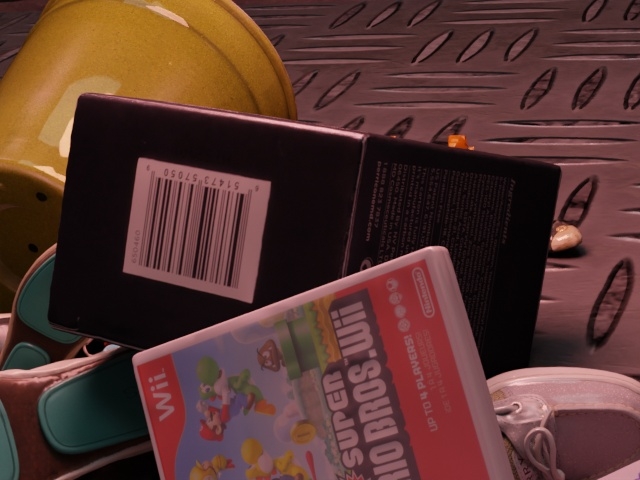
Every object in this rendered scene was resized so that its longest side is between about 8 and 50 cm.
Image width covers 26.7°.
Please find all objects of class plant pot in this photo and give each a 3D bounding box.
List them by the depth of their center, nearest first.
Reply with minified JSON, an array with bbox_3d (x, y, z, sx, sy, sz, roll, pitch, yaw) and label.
[{"bbox_3d":[-0.257,-0.083,1.585,0.366,0.366,0.353,2,36,22],"label":"plant pot"}]

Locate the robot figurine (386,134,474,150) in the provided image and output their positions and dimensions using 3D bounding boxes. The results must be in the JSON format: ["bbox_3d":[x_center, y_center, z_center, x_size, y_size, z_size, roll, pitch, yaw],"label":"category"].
[{"bbox_3d":[0.080,-0.047,1.669,0.211,0.085,0.291,1,24,26],"label":"robot figurine"}]

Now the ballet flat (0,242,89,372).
[{"bbox_3d":[-0.259,0.083,1.297,0.086,0.248,0.086,28,25,-14],"label":"ballet flat"}]

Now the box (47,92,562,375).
[{"bbox_3d":[0.000,0.000,1.235,0.293,0.212,0.395,11,6,32],"label":"box"}]

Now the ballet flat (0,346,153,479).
[{"bbox_3d":[-0.277,0.176,1.208,0.400,0.139,0.139,-11,22,-27],"label":"ballet flat"}]

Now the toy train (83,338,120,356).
[{"bbox_3d":[-0.189,0.097,1.408,0.125,0.046,0.166,48,46,10],"label":"toy train"}]

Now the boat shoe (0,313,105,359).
[{"bbox_3d":[-0.325,0.122,1.395,0.233,0.084,0.079,-14,23,-23],"label":"boat shoe"}]

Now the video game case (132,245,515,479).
[{"bbox_3d":[-0.005,0.143,0.989,0.285,0.204,0.025,-21,-12,30],"label":"video game case"}]

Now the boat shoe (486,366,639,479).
[{"bbox_3d":[0.116,0.186,1.079,0.320,0.118,0.103,-10,28,4],"label":"boat shoe"}]

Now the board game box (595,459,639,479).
[{"bbox_3d":[0.216,0.280,0.859,0.318,0.066,0.318,-18,28,-25],"label":"board game box"}]

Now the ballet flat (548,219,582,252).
[{"bbox_3d":[0.238,-0.021,1.606,0.057,0.049,0.173,-25,28,-34],"label":"ballet flat"}]
